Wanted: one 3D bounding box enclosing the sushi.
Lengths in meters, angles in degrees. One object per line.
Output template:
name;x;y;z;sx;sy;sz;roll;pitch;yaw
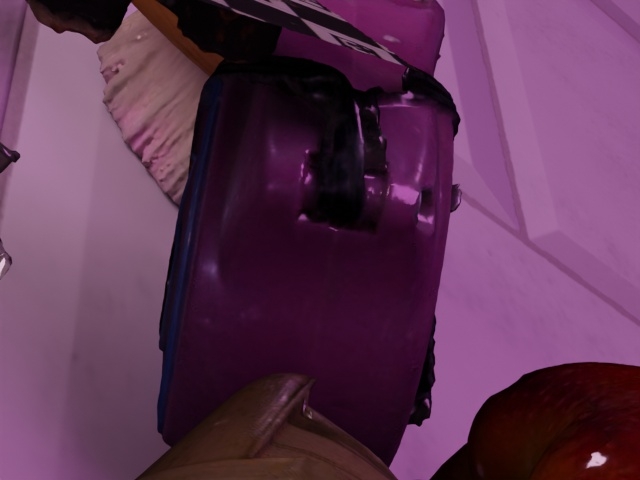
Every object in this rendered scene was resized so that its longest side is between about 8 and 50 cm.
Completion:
sushi;-0.114;-0.118;0.618;0.279;0.043;0.192;12;20;-37

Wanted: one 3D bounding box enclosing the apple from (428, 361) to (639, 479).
apple;0.195;0.212;0.759;0.316;0.288;0.288;29;34;-21

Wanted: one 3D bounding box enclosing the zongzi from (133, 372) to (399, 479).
zongzi;-0.005;0.257;0.442;0.418;0.181;0.447;39;28;9

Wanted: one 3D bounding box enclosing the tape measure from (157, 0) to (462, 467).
tape measure;0.000;0.000;0.747;0.149;0.245;0.232;10;36;-6

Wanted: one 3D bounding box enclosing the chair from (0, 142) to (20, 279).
chair;-0.262;-0.061;0.522;0.275;0.203;0.190;48;16;-21

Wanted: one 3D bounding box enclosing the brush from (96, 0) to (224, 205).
brush;-0.073;-0.134;0.900;0.266;0.166;0.174;34;34;-27
